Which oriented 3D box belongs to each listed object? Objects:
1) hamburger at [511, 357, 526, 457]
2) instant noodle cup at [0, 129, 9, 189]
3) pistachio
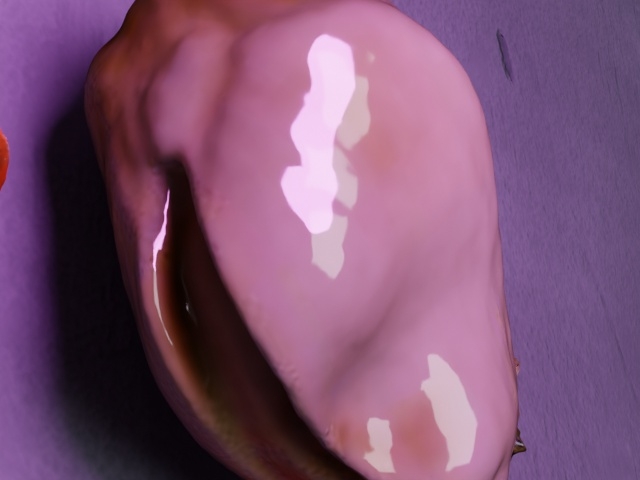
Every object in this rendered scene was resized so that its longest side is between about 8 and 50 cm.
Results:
[{"bbox_3d":[0.113,0.196,0.988,0.262,0.131,0.124,-54,154,-56],"label":"hamburger"},{"bbox_3d":[-0.265,-0.109,0.544,0.213,0.213,0.174,22,50,-49],"label":"instant noodle cup"},{"bbox_3d":[0.000,0.000,0.777,0.445,0.281,0.365,62,28,-11],"label":"pistachio"}]
